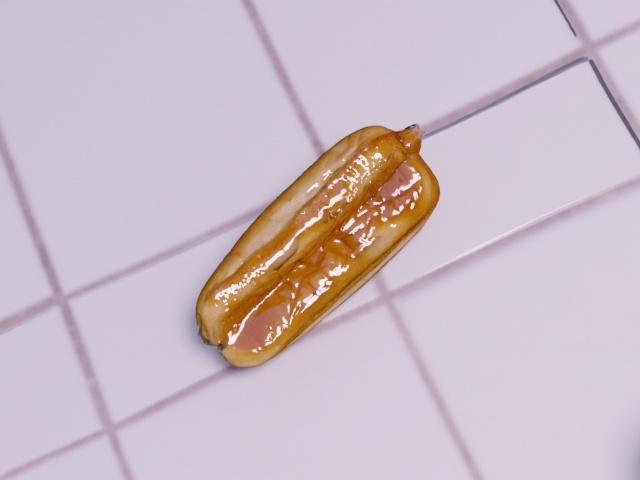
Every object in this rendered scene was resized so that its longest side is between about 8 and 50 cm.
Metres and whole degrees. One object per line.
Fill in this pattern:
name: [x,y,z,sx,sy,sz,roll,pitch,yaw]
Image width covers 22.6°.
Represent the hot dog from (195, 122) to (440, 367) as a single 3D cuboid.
hot dog: [0.000,0.000,1.287,0.249,0.076,0.102,-45,102,-9]
